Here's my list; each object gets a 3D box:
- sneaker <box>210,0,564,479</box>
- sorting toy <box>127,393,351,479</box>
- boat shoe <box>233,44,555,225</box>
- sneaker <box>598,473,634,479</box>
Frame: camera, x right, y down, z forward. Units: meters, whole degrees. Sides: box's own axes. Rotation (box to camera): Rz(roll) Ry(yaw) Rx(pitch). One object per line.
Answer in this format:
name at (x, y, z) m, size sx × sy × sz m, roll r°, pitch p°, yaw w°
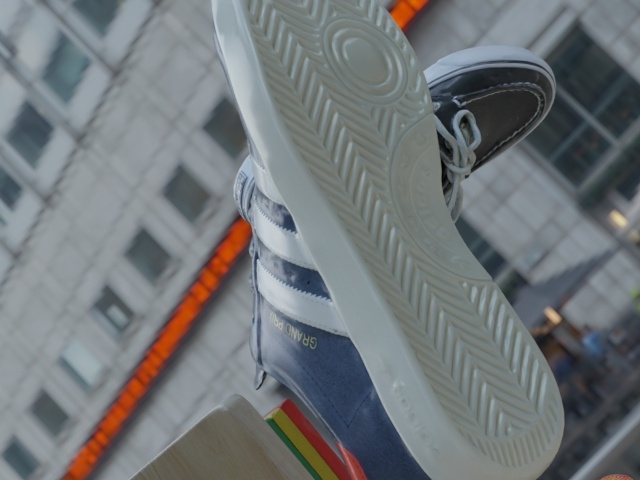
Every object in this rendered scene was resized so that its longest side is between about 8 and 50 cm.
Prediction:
sneaker at (0.000, 0.000, 0.951) m, size 0.131 × 0.350 × 0.148 m, roll -6°, pitch -22°, yaw -39°
sorting toy at (-0.043, 0.255, 1.134) m, size 0.255 × 0.257 × 0.089 m, roll -41°, pitch -1°, yaw 31°
boat shoe at (0.082, -0.073, 1.408) m, size 0.306 × 0.105 × 0.113 m, roll -19°, pitch -56°, yaw -22°
sneaker at (0.169, 0.205, 0.907) m, size 0.064 × 0.175 × 0.067 m, roll -7°, pitch -32°, yaw 12°
